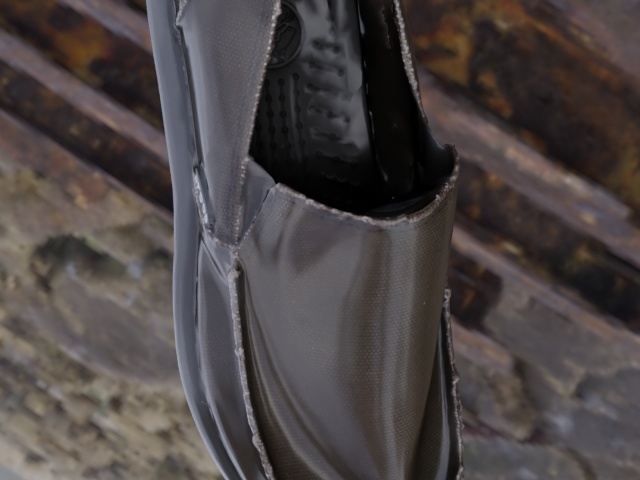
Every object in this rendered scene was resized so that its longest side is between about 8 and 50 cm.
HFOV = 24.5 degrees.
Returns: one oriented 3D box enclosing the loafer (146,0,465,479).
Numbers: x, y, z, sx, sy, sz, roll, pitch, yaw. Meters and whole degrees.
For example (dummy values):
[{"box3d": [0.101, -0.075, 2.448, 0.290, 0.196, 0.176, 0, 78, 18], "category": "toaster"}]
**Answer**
[{"box3d": [0.000, 0.000, 0.424, 0.078, 0.080, 0.220, 14, 120, 62], "category": "loafer"}]
